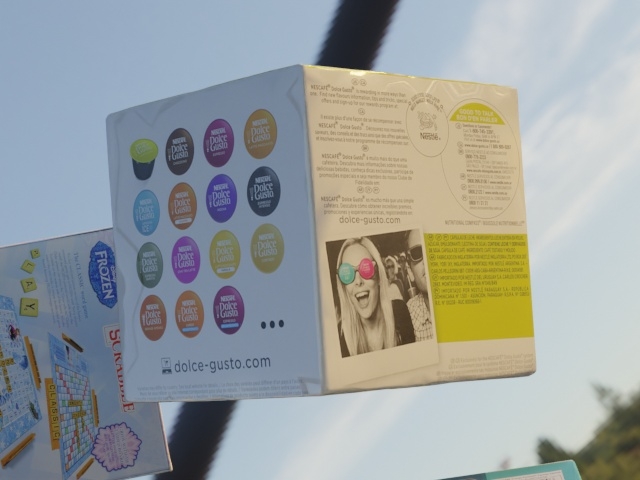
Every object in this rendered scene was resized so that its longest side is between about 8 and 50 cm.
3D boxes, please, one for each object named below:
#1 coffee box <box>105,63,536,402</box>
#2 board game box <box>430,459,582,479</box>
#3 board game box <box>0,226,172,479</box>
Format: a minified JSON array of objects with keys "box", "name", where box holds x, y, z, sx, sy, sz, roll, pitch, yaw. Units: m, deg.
[{"box":[0.000,0.000,1.805,0.338,0.334,0.337,-1,-5,-43],"name":"coffee box"},{"box":[0.101,0.357,1.299,0.253,0.336,0.079,-8,18,2],"name":"board game box"},{"box":[-0.368,0.161,2.023,0.318,0.319,0.066,-9,3,-11],"name":"board game box"}]
